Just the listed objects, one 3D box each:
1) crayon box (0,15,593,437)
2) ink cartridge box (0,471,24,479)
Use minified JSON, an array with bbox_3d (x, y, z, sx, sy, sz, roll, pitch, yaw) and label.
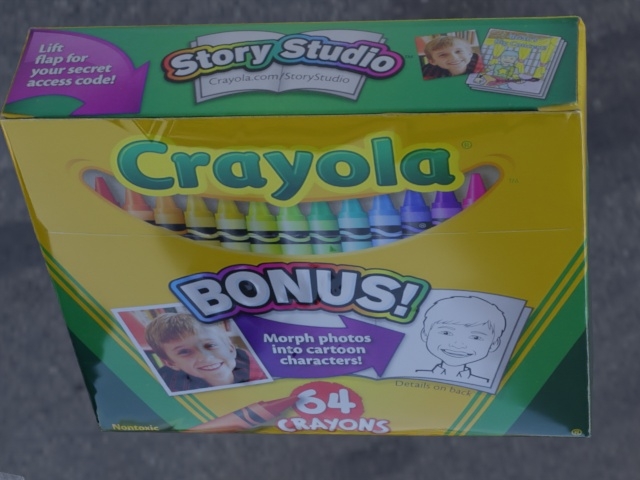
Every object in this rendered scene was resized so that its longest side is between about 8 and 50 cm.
[{"bbox_3d":[0.000,0.000,1.268,0.363,0.106,0.313,-1,137,9],"label":"crayon box"},{"bbox_3d":[-0.319,0.207,1.357,0.203,0.148,0.086,15,97,-15],"label":"ink cartridge box"}]
